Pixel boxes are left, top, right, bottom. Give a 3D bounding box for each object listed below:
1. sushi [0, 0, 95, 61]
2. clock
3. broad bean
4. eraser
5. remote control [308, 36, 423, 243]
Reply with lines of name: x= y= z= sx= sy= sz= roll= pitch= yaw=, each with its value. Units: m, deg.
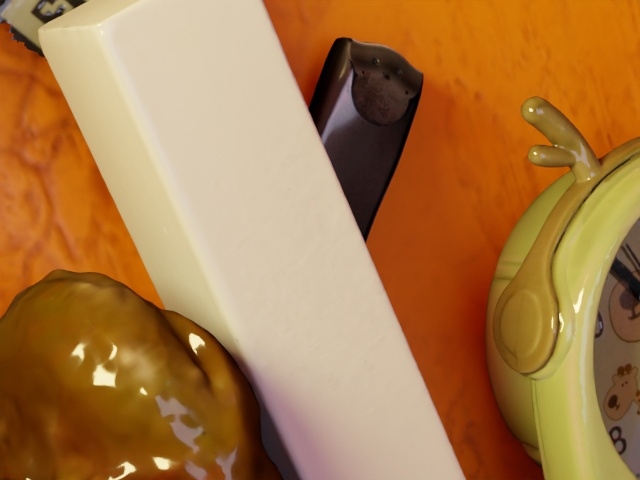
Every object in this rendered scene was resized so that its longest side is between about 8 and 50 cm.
sushi: x=-0.115 y=-0.194 z=0.632 sx=0.193 sy=0.040 sz=0.210 roll=29 pitch=87 yaw=-30
clock: x=0.196 y=0.045 z=0.805 sx=0.235 sy=0.096 sz=0.308 roll=-24 pitch=106 yaw=-25
broad bean: x=-0.077 y=0.123 z=0.617 sx=0.122 sy=0.156 sz=0.228 roll=-34 pitch=116 yaw=-29
eraser: x=-0.024 y=0.022 z=0.650 sx=0.078 sy=0.076 sz=0.298 roll=-32 pitch=112 yaw=-24
remote control: x=0.000 y=0.000 z=0.723 sx=0.059 sy=0.028 sz=0.212 roll=20 pitch=86 yaw=-28
